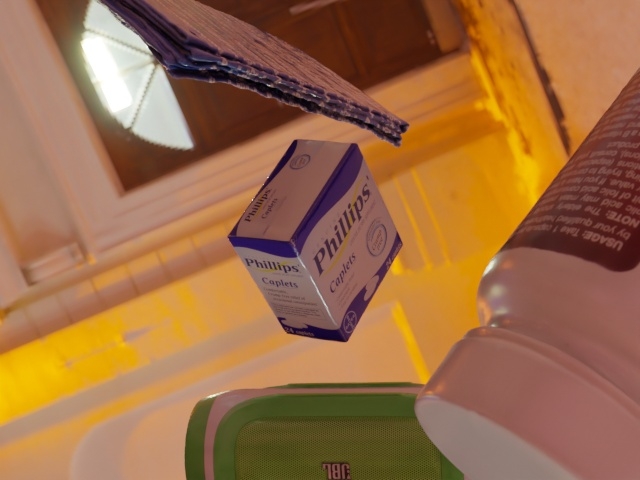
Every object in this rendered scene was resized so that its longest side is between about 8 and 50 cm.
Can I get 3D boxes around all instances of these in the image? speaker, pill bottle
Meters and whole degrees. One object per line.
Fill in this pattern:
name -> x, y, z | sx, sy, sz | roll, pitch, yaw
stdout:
speaker -> 0.028, 0.203, 1.021 | 0.131, 0.297, 0.131 | -3, -90, -76
pill bottle -> 0.258, 0.026, 0.793 | 0.224, 0.392, 0.224 | 36, 162, 14

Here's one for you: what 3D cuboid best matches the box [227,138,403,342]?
box -> 0.000, 0.000, 0.966 | 0.126, 0.072, 0.137 | -58, -42, -31

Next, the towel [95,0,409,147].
towel -> -0.083, -0.192, 1.104 | 0.336, 0.040, 0.243 | 13, -157, -49
